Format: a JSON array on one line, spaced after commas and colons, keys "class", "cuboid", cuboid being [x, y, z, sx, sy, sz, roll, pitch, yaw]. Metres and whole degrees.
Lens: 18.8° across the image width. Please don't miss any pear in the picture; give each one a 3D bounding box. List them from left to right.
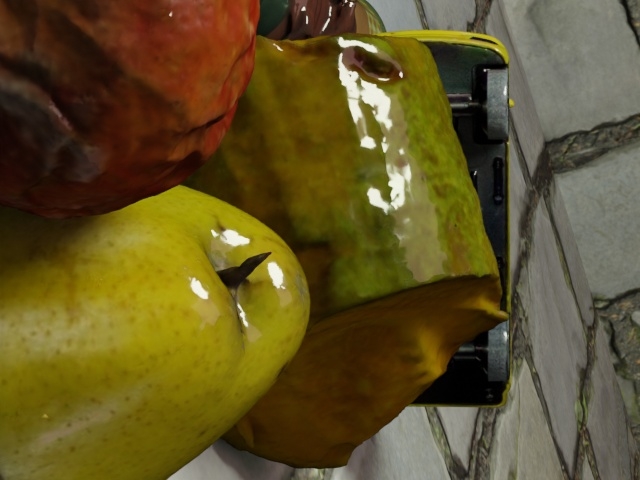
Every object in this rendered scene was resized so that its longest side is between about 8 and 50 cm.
[{"class": "pear", "cuboid": [-0.095, 0.048, 1.172, 0.267, 0.178, 0.267, -9, 90, -75]}]

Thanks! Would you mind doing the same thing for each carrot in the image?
[{"class": "carrot", "cuboid": [0.000, 0.000, 1.411, 0.241, 0.241, 0.341, -5, 80, -73]}]

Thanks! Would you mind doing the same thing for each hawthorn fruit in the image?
[{"class": "hawthorn fruit", "cuboid": [-0.132, -0.113, 1.078, 0.272, 0.242, 0.242, 49, 32, -62]}]

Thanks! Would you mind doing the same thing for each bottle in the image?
[{"class": "bottle", "cuboid": [-0.034, -0.186, 1.594, 0.271, 0.143, 0.156, 31, 72, -68]}]

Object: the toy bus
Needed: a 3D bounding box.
[{"class": "toy bus", "cuboid": [0.090, -0.027, 1.626, 0.151, 0.145, 0.331, -74, 163, -65]}]
